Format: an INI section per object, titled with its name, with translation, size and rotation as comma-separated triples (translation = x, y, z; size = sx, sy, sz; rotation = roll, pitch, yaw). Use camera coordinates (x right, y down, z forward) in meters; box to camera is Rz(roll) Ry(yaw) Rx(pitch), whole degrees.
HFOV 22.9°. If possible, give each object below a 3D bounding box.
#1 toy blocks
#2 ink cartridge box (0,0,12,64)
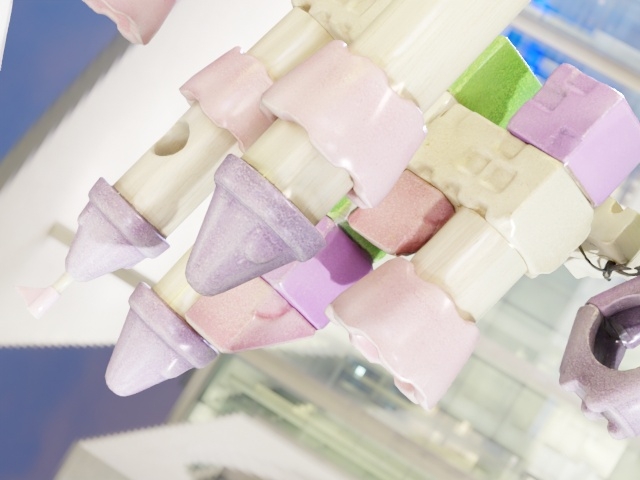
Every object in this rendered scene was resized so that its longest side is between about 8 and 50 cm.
[toy blocks]
translation = 0.000, 0.000, 0.792
size = 0.260, 0.288, 0.309
rotation = -47, -50, -5
[ink cartridge box]
translation = -0.329, -0.144, 0.926
size = 0.172, 0.237, 0.100
rotation = 22, -105, -62
